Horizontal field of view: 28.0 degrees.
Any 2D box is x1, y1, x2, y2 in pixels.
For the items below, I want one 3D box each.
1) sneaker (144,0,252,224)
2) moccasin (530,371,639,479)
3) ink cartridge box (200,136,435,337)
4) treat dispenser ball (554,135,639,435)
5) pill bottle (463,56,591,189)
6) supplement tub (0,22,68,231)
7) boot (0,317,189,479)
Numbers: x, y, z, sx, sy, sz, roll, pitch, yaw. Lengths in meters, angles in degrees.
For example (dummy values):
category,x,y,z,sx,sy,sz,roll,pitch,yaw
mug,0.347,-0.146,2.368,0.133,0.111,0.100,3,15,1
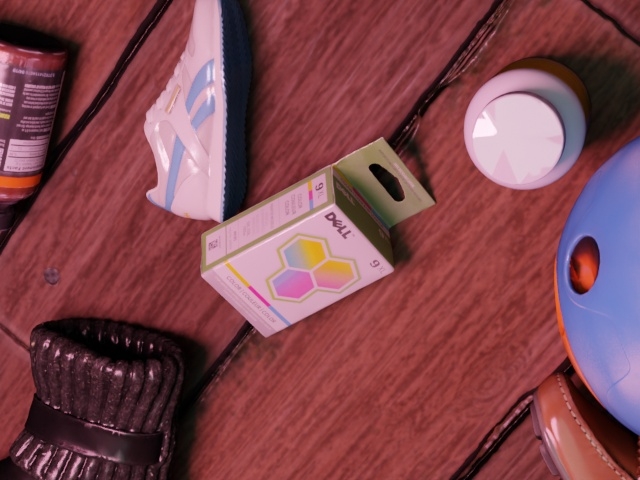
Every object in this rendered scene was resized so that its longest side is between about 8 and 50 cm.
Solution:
category,x,y,z,sx,sy,sz,roll,pitch,yaw
sneaker,-0.121,-0.131,1.239,0.092,0.087,0.229,8,103,15
moccasin,0.348,0.253,1.174,0.380,0.139,0.147,44,109,1
ink cartridge box,0.000,0.000,1.223,0.209,0.062,0.109,-28,130,19
treat dispenser ball,0.336,0.037,1.047,0.288,0.288,0.288,3,104,14
pill bottle,0.180,-0.101,1.112,0.103,0.184,0.103,3,103,14
supplement tub,-0.323,-0.112,1.287,0.106,0.106,0.198,20,107,10
boot,-0.305,0.209,1.340,0.347,0.131,0.260,2,110,4
